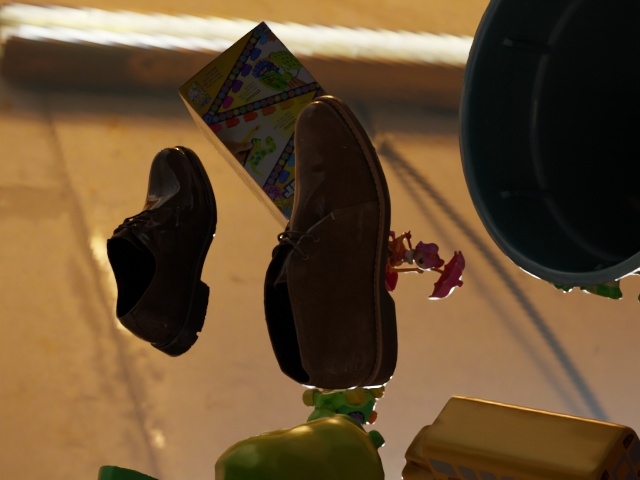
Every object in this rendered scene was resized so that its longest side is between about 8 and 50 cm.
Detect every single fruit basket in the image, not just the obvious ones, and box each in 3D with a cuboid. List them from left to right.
[{"bbox_3d":[-0.100,0.317,1.648,0.283,0.392,0.392,20,-148,0],"label":"fruit basket"}]

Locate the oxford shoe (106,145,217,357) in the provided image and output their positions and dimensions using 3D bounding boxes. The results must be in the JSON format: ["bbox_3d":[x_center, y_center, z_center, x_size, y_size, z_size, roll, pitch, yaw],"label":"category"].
[{"bbox_3d":[-0.158,-0.007,1.511,0.096,0.083,0.227,29,-134,-36],"label":"oxford shoe"}]

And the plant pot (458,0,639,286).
[{"bbox_3d":[0.372,-0.123,1.540,0.334,0.341,0.341,2,-146,-36],"label":"plant pot"}]

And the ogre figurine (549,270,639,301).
[{"bbox_3d":[0.389,0.016,1.908,0.197,0.118,0.097,12,-169,30],"label":"ogre figurine"}]

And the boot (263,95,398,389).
[{"bbox_3d":[0.000,0.000,1.576,0.115,0.112,0.305,-2,-99,-34],"label":"boot"}]

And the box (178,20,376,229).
[{"bbox_3d":[-0.053,-0.151,2.487,0.279,0.177,0.290,50,176,13],"label":"box"}]

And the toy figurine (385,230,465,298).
[{"bbox_3d":[0.129,0.028,2.253,0.159,0.173,0.130,2,-128,24],"label":"toy figurine"}]

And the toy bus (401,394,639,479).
[{"bbox_3d":[0.243,0.278,1.931,0.332,0.130,0.108,6,-133,44],"label":"toy bus"}]

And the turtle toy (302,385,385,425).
[{"bbox_3d":[0.025,0.226,2.064,0.095,0.066,0.130,-8,179,34],"label":"turtle toy"}]
